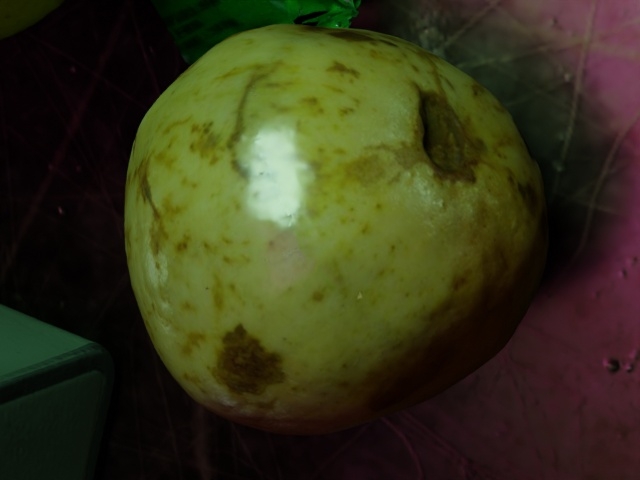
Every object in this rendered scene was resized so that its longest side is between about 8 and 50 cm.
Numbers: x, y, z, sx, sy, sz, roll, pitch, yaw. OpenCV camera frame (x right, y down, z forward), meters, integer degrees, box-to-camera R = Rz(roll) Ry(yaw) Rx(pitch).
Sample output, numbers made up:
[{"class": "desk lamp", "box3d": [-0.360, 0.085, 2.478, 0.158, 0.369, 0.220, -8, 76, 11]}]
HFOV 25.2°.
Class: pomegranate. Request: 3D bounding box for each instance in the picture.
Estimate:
[{"class": "pomegranate", "box3d": [0.000, 0.000, 0.723, 0.215, 0.215, 0.215, 6, 104, 26]}]

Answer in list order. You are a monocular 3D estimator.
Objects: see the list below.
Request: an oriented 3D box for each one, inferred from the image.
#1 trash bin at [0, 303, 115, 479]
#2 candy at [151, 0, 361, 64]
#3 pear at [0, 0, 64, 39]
[{"class": "trash bin", "box3d": [-0.327, 0.121, 0.959, 0.343, 0.158, 0.223, 23, 110, 27]}, {"class": "candy", "box3d": [-0.048, -0.196, 0.784, 0.141, 0.078, 0.203, -13, 90, 29]}, {"class": "pear", "box3d": [-0.214, -0.237, 0.717, 0.294, 0.294, 0.294, 6, 104, 26]}]
